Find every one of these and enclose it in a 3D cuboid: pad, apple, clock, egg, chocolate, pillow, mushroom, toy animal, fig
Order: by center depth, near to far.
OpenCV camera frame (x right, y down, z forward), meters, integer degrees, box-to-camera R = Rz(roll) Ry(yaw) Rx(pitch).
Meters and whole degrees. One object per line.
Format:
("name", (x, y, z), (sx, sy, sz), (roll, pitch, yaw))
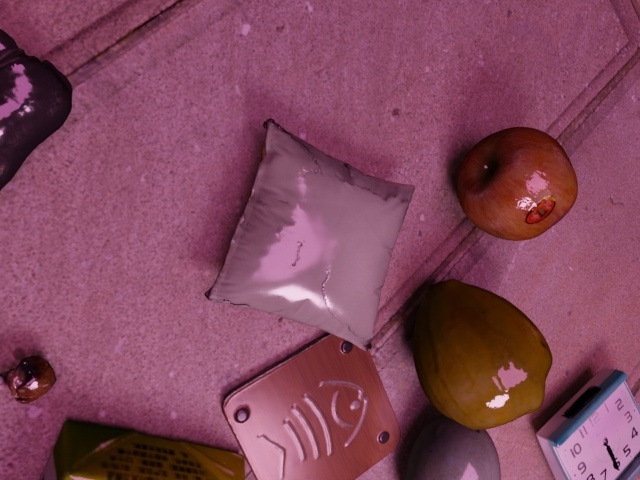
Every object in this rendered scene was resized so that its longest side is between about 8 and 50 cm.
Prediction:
("toy animal", (-0.455, -0.099, 0.570), (0.168, 0.106, 0.343), (27, 88, -29))
("mushroom", (-0.455, 0.207, 0.614), (0.187, 0.061, 0.060), (-17, 85, -10))
("chocolate", (-0.277, 0.447, 0.648), (0.289, 0.137, 0.300), (23, 83, -23))
("pillow", (0.000, 0.000, 0.760), (0.312, 0.119, 0.310), (20, 81, -23))
("pad", (-0.001, 0.331, 0.830), (0.284, 0.018, 0.286), (-27, 104, -21))
("fig", (0.278, 0.195, 0.832), (0.239, 0.239, 0.271), (-24, 80, -21))
("egg", (0.246, 0.446, 0.857), (0.169, 0.169, 0.236), (17, 84, -23))
("apple", (0.370, -0.106, 0.867), (0.188, 0.211, 0.211), (23, 83, -23))
("clock", (0.630, 0.461, 1.063), (0.262, 0.116, 0.231), (-33, 99, -20))
